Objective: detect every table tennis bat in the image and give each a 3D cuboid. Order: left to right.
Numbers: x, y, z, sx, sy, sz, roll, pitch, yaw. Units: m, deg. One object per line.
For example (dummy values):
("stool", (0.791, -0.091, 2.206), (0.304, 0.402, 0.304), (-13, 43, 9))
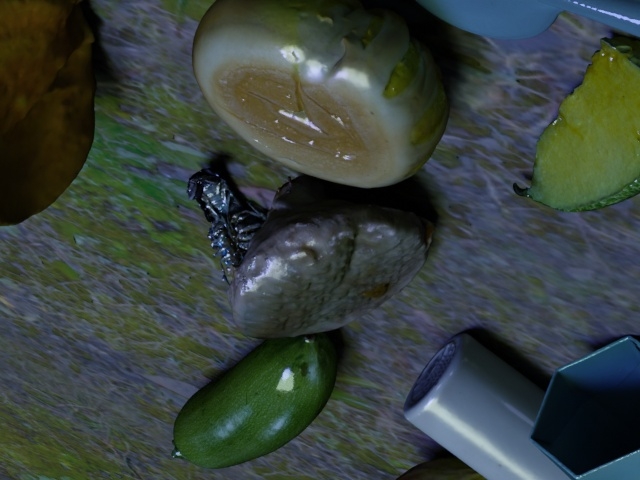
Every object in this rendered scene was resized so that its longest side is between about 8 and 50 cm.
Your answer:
("table tennis bat", (0.141, -0.190, 1.190), (0.244, 0.040, 0.153), (21, 149, 26))

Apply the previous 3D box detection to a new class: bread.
("bread", (0.004, -0.128, 1.336), (0.213, 0.105, 0.213), (21, 149, 13))

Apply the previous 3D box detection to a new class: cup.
("cup", (0.310, 0.209, 1.531), (0.134, 0.148, 0.236), (0, 145, 44))

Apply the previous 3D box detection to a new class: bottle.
("bottle", (0.204, 0.199, 1.631), (0.245, 0.104, 0.104), (37, 150, -6))

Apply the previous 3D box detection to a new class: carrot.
("carrot", (-0.365, -0.134, 1.541), (0.340, 0.241, 0.241), (5, 140, 37))

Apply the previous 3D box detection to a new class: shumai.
("shumai", (0.000, 0.000, 1.521), (0.201, 0.201, 0.120), (103, 148, -58))

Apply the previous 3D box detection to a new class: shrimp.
("shrimp", (-0.075, -0.012, 1.640), (0.082, 0.076, 0.174), (-24, 124, 7))

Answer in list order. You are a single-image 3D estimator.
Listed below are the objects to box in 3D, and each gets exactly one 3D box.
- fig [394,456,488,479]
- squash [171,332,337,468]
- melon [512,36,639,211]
("fig", (0.163, 0.292, 1.772), (0.160, 0.143, 0.230), (14, 155, -35))
("squash", (-0.078, 0.187, 1.871), (0.107, 0.107, 0.395), (37, 148, -9))
("melon", (0.212, -0.076, 1.278), (0.114, 0.053, 0.262), (42, 149, -2))
